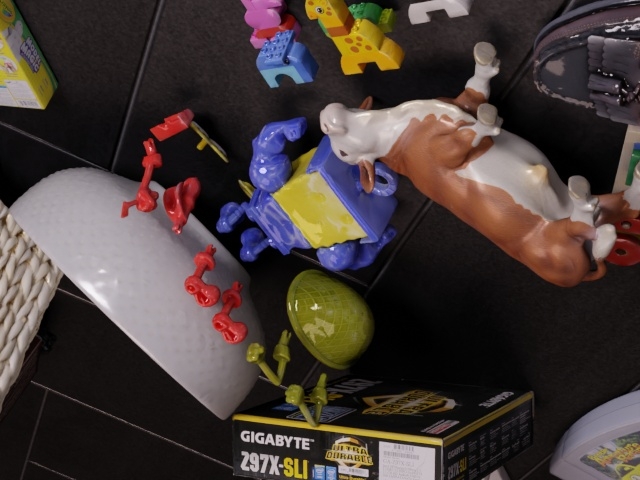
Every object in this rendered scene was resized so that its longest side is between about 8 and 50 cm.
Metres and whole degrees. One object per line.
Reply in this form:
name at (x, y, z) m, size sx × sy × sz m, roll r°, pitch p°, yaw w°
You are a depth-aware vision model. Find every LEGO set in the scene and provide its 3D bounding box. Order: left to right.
LEGO set at (0.006, -0.200, 1.198) m, size 0.227 × 0.087 × 0.093 m, roll -4°, pitch 140°, yaw 32°

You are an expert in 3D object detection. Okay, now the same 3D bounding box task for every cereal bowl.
cereal bowl at (-0.182, 0.038, 1.534) m, size 0.339 × 0.141 × 0.339 m, roll 45°, pitch 173°, yaw 7°

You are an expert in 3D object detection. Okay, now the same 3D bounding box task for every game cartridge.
game cartridge at (0.419, 0.263, 1.668) m, size 0.196 × 0.060 × 0.294 m, roll 32°, pitch 146°, yaw -9°

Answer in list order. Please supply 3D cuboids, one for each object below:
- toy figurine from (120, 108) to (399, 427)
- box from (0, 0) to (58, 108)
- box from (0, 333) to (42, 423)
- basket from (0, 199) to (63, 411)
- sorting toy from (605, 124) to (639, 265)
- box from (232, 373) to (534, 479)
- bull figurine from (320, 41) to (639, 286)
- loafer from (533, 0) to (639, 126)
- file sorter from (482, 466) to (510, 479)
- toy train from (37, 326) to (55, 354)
toy figurine at (0.000, 0.000, 1.396) m, size 0.217 × 0.191 × 0.362 m, roll -23°, pitch 117°, yaw 33°
box at (-0.357, -0.214, 1.421) m, size 0.105 × 0.043 × 0.179 m, roll 7°, pitch 147°, yaw 21°
box at (-0.508, 0.182, 1.911) m, size 0.168 × 0.167 × 0.203 m, roll 33°, pitch 158°, yaw -1°
basket at (-0.520, 0.099, 1.551) m, size 0.328 × 0.331 × 0.266 m, roll -23°, pitch 124°, yaw 31°
sorting toy at (0.341, -0.045, 1.270) m, size 0.132 × 0.046 × 0.274 m, roll 14°, pitch 146°, yaw 11°
box at (0.082, 0.225, 1.605) m, size 0.257 × 0.079 × 0.322 m, roll 1°, pitch -176°, yaw 27°
bull figurine at (0.154, -0.070, 1.264) m, size 0.310 × 0.101 × 0.188 m, roll 32°, pitch 151°, yaw -6°
loafer at (0.312, -0.135, 1.107) m, size 0.303 × 0.095 × 0.109 m, roll 3°, pitch 138°, yaw 25°
file sorter at (0.134, 0.362, 1.858) m, size 0.193 × 0.173 × 0.277 m, roll 2°, pitch 143°, yaw 28°
toy train at (-0.432, 0.113, 1.939) m, size 0.027 × 0.036 × 0.158 m, roll -4°, pitch 140°, yaw 33°
